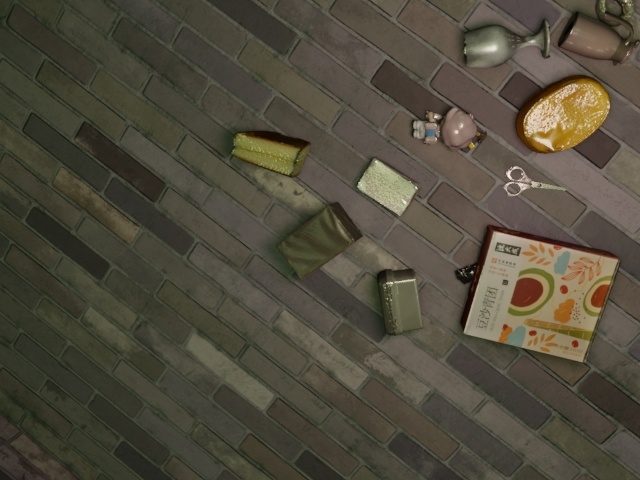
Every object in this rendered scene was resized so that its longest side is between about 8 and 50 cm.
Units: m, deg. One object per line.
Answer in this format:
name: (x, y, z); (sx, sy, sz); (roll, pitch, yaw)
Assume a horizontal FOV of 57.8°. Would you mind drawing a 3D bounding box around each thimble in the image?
thimble: (0.839, -0.668, 1.658); (0.085, 0.062, 0.109); (-34, 92, 14)

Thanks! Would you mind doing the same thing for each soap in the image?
soap: (0.224, -0.177, 1.897); (0.183, 0.064, 0.121); (34, 107, 5)

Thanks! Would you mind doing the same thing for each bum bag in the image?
bum bag: (0.507, 0.100, 1.901); (0.125, 0.034, 0.057); (-22, 96, 13)

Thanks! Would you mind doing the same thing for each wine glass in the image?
wine glass: (0.546, -0.579, 1.712); (0.242, 0.126, 0.126); (-5, 100, 11)

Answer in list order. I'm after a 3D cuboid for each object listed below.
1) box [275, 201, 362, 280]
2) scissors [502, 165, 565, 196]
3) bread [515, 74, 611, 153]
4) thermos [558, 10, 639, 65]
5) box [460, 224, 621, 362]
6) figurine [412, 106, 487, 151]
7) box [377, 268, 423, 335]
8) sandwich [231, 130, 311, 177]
box: (0.000, 0.000, 1.939); (0.231, 0.155, 0.148); (-36, 89, 18)
scissors: (0.672, -0.176, 1.821); (0.189, 0.015, 0.100); (10, 104, 9)
bread: (0.714, -0.369, 1.704); (0.270, 0.142, 0.195); (-34, 94, 19)
thermos: (0.804, -0.580, 1.653); (0.193, 0.105, 0.137); (24, 142, 3)
box: (0.675, 0.163, 1.810); (0.386, 0.122, 0.344); (13, 104, 4)
figurine: (0.398, -0.346, 1.804); (0.229, 0.112, 0.137); (6, 107, 22)
box: (0.264, 0.200, 1.922); (0.130, 0.148, 0.209); (-8, 101, 6)
sandwich: (-0.166, -0.300, 1.932); (0.236, 0.128, 0.122); (20, 108, 9)
